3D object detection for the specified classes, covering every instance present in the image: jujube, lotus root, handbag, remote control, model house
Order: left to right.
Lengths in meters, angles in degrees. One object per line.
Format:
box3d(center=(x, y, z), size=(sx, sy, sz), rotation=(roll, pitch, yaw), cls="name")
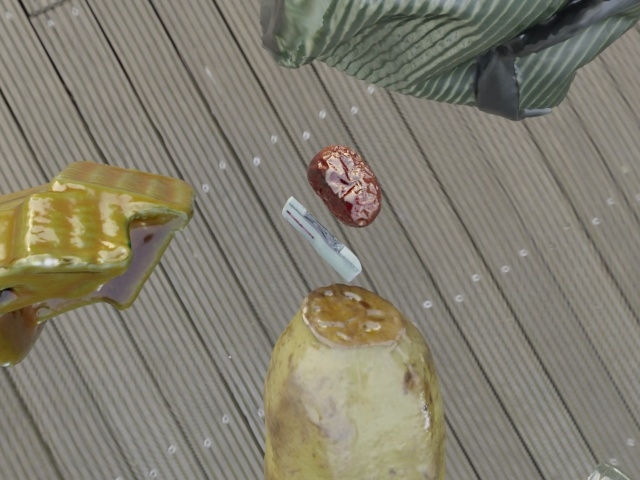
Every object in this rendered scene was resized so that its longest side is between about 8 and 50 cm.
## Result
box3d(center=(-0.235, 0.014, 0.788), size=(0.239, 0.268, 0.173), rotation=(-18, 108, -2), cls="model house")
box3d(center=(0.000, 0.000, 1.300), size=(0.166, 0.065, 0.029), rotation=(44, 71, 3), cls="remote control")
box3d(center=(0.033, -0.069, 1.006), size=(0.077, 0.077, 0.129), rotation=(-25, 47, -9), cls="jujube")
box3d(center=(0.022, 0.135, 0.468), size=(0.110, 0.097, 0.258), rotation=(-10, 122, -13), cls="lotus root")
box3d(center=(0.103, -0.225, 0.451), size=(0.240, 0.341, 0.247), rotation=(10, 70, -13), cls="handbag")

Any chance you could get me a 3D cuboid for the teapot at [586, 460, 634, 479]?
box3d(center=(0.349, 0.316, 0.913), size=(0.091, 0.124, 0.092), rotation=(29, 96, 34), cls="teapot")
